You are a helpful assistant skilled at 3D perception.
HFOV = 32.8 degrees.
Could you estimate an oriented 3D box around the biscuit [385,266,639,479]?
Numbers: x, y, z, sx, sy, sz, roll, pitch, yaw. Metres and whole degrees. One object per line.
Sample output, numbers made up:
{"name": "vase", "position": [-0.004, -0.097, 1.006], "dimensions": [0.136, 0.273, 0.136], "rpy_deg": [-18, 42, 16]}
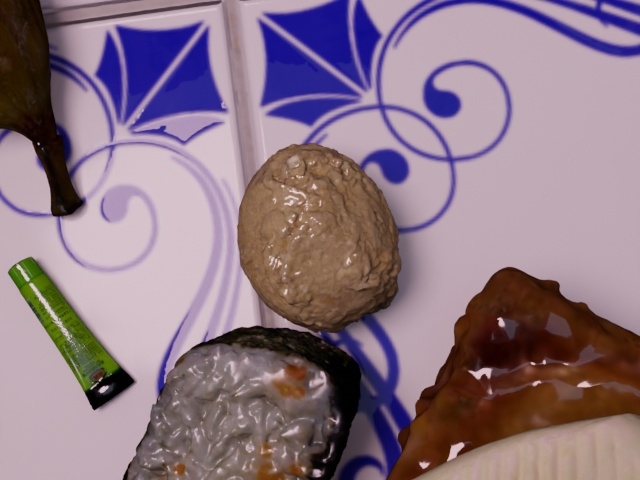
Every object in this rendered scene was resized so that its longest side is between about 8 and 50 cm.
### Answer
{"name": "biscuit", "position": [0.171, 0.262, 0.704], "dimensions": [0.342, 0.166, 0.395], "rpy_deg": [28, 88, 9]}

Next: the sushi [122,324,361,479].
{"name": "sushi", "position": [-0.061, 0.161, 0.745], "dimensions": [0.136, 0.126, 0.225], "rpy_deg": [31, 90, 4]}

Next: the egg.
{"name": "egg", "position": [0.000, 0.000, 0.757], "dimensions": [0.118, 0.116, 0.140], "rpy_deg": [-28, 113, -21]}

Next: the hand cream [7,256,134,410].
{"name": "hand cream", "position": [-0.188, 0.067, 0.806], "dimensions": [0.036, 0.023, 0.122], "rpy_deg": [-36, 87, -11]}

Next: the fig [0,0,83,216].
{"name": "fig", "position": [-0.257, -0.132, 0.777], "dimensions": [0.170, 0.145, 0.274], "rpy_deg": [-35, 102, 6]}

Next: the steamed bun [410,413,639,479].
{"name": "steamed bun", "position": [0.103, 0.204, 0.565], "dimensions": [0.238, 0.153, 0.170], "rpy_deg": [-25, 59, -3]}
